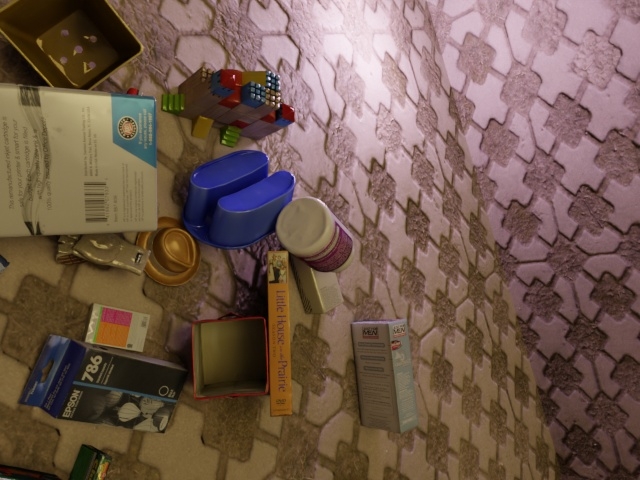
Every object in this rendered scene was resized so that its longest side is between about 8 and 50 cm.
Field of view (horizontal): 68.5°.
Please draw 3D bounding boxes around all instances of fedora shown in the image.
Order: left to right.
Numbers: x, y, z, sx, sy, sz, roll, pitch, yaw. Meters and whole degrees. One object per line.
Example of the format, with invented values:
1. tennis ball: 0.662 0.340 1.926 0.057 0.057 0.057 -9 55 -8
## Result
1. fedora: -0.391 0.025 1.260 0.194 0.079 0.195 9 77 -43

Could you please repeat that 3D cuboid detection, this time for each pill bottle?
1. pill bottle: 0.000 0.000 1.393 0.301 0.169 0.170 42 52 -62

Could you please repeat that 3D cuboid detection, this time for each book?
1. book: -0.500 0.216 1.156 0.144 0.035 0.097 24 64 -39

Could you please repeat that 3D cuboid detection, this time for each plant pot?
1. plant pot: -0.563 -0.456 1.080 0.212 0.187 0.212 -41 114 -9

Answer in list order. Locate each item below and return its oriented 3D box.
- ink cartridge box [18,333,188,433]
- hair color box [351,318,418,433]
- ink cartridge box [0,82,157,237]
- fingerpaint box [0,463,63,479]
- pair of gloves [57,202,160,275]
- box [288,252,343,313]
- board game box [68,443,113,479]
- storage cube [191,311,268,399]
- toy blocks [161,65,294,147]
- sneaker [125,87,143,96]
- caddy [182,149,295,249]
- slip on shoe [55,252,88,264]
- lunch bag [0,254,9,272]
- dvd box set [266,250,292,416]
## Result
1. ink cartridge box: -0.491 0.342 1.098 0.332 0.065 0.166 26 79 -36
2. hair color box: 0.229 0.477 1.694 0.113 0.185 0.375 -2 84 -43
3. ink cartridge box: -0.552 -0.166 0.961 0.394 0.166 0.286 -3 107 -28
4. fingerpaint box: -0.712 0.613 0.791 0.371 0.163 0.445 34 60 -35
5. pair of gloves: -0.510 -0.041 1.153 0.204 0.042 0.240 23 51 -30
6. box: -0.023 0.103 1.586 0.113 0.094 0.275 -21 96 -44
7. board game box: -0.524 0.583 0.995 0.030 0.136 0.260 29 64 -35
8. storage cube: -0.231 0.297 1.240 0.183 0.193 0.215 -3 82 -7
9. toy blocks: -0.224 -0.408 1.372 0.381 0.260 0.191 9 76 -43
10. sneaker: -0.540 -0.298 1.167 0.118 0.107 0.279 34 56 -20
11. caddy: -0.227 -0.109 1.344 0.241 0.179 0.341 39 46 19
12. slip on shoe: -0.563 0.023 1.125 0.135 0.051 0.041 -15 60 -38
13. lunch bag: -0.704 0.062 0.965 0.065 0.067 0.099 47 55 -27
14. dvd box set: -0.119 0.255 1.345 0.062 0.307 0.421 -1 81 -6
